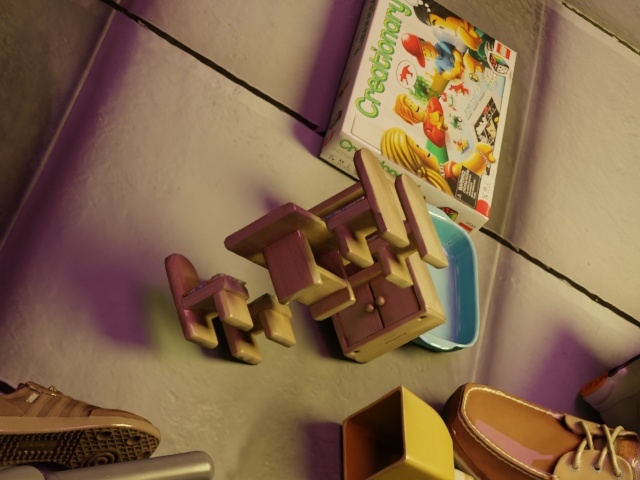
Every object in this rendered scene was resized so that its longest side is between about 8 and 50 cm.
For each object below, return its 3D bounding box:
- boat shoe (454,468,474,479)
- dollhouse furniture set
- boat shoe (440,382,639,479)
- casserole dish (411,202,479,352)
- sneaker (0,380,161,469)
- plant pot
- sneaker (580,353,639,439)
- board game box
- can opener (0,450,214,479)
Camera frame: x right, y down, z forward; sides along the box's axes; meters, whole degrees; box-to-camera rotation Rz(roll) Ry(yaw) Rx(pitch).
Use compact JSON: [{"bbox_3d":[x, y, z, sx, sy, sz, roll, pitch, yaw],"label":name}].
[{"bbox_3d":[0.133,0.268,1.452,0.045,0.050,0.135,13,50,-23],"label":"boat shoe"},{"bbox_3d":[0.000,0.000,1.460,0.242,0.212,0.161,29,38,-56],"label":"dollhouse furniture set"},{"bbox_3d":[0.271,0.226,1.540,0.324,0.120,0.122,30,43,-15],"label":"boat shoe"},{"bbox_3d":[0.108,0.042,1.631,0.114,0.037,0.188,22,46,-22],"label":"casserole dish"},{"bbox_3d":[-0.215,0.142,1.273,0.188,0.066,0.071,10,39,-41],"label":"sneaker"},{"bbox_3d":[0.078,0.198,1.450,0.083,0.081,0.081,30,41,-32],"label":"plant pot"},{"bbox_3d":[0.397,0.168,1.720,0.262,0.099,0.121,-20,78,-37],"label":"sneaker"},{"bbox_3d":[0.118,-0.158,1.790,0.193,0.053,0.305,30,43,-14],"label":"board game box"},{"bbox_3d":[-0.187,0.208,1.215,0.283,0.095,0.076,-3,73,-39],"label":"can opener"}]
